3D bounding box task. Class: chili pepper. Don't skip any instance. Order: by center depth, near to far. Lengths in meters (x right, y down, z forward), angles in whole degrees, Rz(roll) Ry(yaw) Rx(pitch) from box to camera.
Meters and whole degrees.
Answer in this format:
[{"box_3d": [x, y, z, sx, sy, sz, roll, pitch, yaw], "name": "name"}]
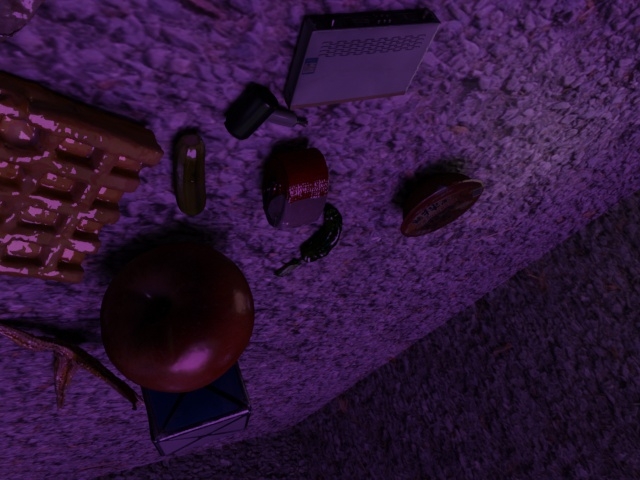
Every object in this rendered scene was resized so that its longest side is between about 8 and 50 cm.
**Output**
[{"box_3d": [0.001, 0.000, 1.663, 0.122, 0.065, 0.279, 2, 142, -31], "name": "chili pepper"}]

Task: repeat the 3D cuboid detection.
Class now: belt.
[{"box_3d": [-0.067, -0.111, 1.303, 0.124, 0.128, 0.201, -13, 149, -24], "name": "belt"}]

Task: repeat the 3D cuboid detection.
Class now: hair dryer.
[{"box_3d": [-0.088, -0.235, 1.146, 0.100, 0.057, 0.197, -40, 158, 30], "name": "hair dryer"}]

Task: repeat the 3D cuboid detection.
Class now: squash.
[{"box_3d": [-0.258, -0.124, 1.173, 0.066, 0.066, 0.229, -16, 153, -21], "name": "squash"}]

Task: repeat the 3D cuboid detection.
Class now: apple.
[{"box_3d": [-0.322, 0.176, 1.367, 0.348, 0.349, 0.277, -25, 160, -2], "name": "apple"}]

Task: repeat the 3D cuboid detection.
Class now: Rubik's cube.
[{"box_3d": [-0.342, 0.399, 1.573, 0.259, 0.259, 0.255, -12, 154, -17], "name": "Rubik's cube"}]

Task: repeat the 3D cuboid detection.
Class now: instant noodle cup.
[{"box_3d": [0.333, -0.123, 1.707, 0.273, 0.091, 0.274, -22, 155, -10], "name": "instant noodle cup"}]

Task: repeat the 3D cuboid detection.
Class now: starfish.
[{"box_3d": [-0.639, 0.351, 1.549, 0.132, 0.383, 0.398, -61, -177, -35], "name": "starfish"}]

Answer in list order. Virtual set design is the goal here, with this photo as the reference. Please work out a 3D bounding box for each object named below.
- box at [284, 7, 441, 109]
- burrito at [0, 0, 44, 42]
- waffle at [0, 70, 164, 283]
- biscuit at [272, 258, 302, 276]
[{"box_3d": [0.074, -0.339, 1.097, 0.270, 0.045, 0.211, -14, 152, -24], "name": "box"}, {"box_3d": [-0.365, -0.338, 0.619, 0.174, 0.107, 0.348, -3, 147, -15], "name": "burrito"}, {"box_3d": [-0.468, -0.076, 0.963, 0.304, 0.077, 0.348, 13, 120, -51], "name": "waffle"}, {"box_3d": [-0.098, 0.084, 1.784, 0.089, 0.016, 0.046, -36, 152, 19], "name": "biscuit"}]
